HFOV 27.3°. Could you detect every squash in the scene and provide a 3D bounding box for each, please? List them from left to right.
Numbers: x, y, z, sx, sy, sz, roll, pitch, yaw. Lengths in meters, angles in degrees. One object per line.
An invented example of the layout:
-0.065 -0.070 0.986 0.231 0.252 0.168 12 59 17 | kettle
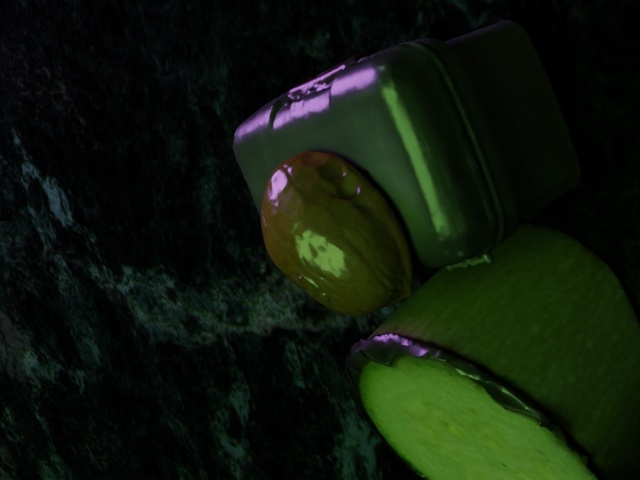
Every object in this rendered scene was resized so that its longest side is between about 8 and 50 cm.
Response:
0.134 0.113 0.900 0.220 0.133 0.220 31 145 25 | squash

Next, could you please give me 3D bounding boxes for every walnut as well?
0.000 0.000 0.803 0.121 0.052 0.091 41 137 25 | walnut

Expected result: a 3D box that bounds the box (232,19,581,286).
0.053 -0.052 0.862 0.210 0.129 0.148 -15 98 55 | box
